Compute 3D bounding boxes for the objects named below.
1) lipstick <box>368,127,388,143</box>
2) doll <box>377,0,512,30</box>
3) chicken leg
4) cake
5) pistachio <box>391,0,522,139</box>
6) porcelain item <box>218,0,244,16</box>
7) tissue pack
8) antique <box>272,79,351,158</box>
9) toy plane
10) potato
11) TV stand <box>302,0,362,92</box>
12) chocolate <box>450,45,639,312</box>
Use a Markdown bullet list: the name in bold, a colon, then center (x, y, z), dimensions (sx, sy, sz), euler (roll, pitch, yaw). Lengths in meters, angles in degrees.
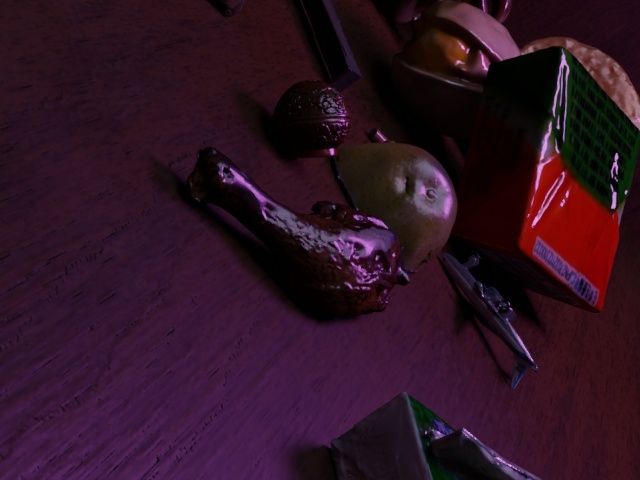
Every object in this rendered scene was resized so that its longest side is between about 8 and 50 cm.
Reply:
- **lipstick**: center (0.107, -0.138, 2.135), dimensions (0.094, 0.019, 0.019), euler (43, 23, -37)
- **doll**: center (0.221, -0.491, 2.769), dimensions (0.318, 0.209, 0.339), euler (29, 6, 24)
- **chicken leg**: center (0.000, 0.000, 1.536), dimensions (0.407, 0.096, 0.158), euler (23, 34, -55)
- **cake**: center (0.437, -0.195, 2.734), dimensions (0.332, 0.332, 0.321), euler (62, -18, 14)
- **pistachio**: center (0.248, -0.286, 2.400), dimensions (0.309, 0.230, 0.230), euler (29, 33, -60)
- **porcelain item**: center (-0.164, -0.360, 1.766), dimensions (0.213, 0.054, 0.084), euler (38, 28, -46)
- **tissue pack**: center (0.137, 0.255, 1.362), dimensions (0.209, 0.156, 0.148), euler (39, 23, -40)
- **antique**: center (-0.011, -0.152, 1.740), dimensions (0.104, 0.104, 0.104), euler (48, 20, -25)
- **toy plane**: center (0.252, 0.106, 2.042), dimensions (0.226, 0.058, 0.226), euler (62, 3, 15)
- **potato**: center (0.119, -0.067, 1.908), dimensions (0.202, 0.117, 0.182), euler (58, 22, 1)
- **TV stand**: center (0.000, -0.337, 2.146), dimensions (0.040, 0.049, 0.256), euler (31, 32, -50)
- **chocolate**: center (0.371, -0.097, 2.288), dimensions (0.360, 0.161, 0.341), euler (32, 70, -52)
